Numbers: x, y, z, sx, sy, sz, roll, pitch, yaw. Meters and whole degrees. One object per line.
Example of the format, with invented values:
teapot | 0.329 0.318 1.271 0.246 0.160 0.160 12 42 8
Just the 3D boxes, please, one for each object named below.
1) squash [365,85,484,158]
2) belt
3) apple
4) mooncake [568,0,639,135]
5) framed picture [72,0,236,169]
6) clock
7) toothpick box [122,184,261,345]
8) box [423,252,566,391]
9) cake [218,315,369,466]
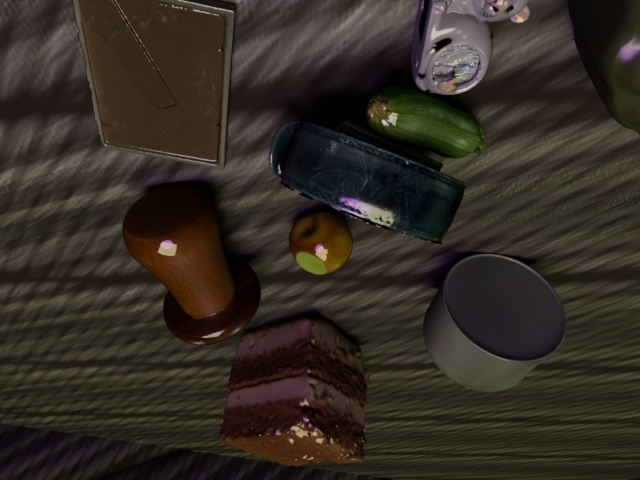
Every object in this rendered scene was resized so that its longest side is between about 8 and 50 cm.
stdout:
squash | 0.142 -0.153 0.639 0.219 0.077 0.068 7 117 -38
belt | 0.061 -0.088 0.657 0.267 0.206 0.116 19 101 -12
apple | 0.000 0.000 0.854 0.114 0.099 0.102 10 147 32
mooncake | 0.431 -0.246 0.449 0.351 0.187 0.351 3 144 2
framed picture | -0.219 -0.211 0.661 0.192 0.018 0.265 9 142 -8
clock | 0.171 -0.244 0.546 0.117 0.080 0.176 3 141 0
toothpick box | -0.223 0.052 0.870 0.192 0.192 0.294 -5 135 10
box | 0.323 0.157 0.932 0.226 0.226 0.149 5 143 -4
cake | -0.055 0.368 1.170 0.282 0.290 0.256 -20 135 28
